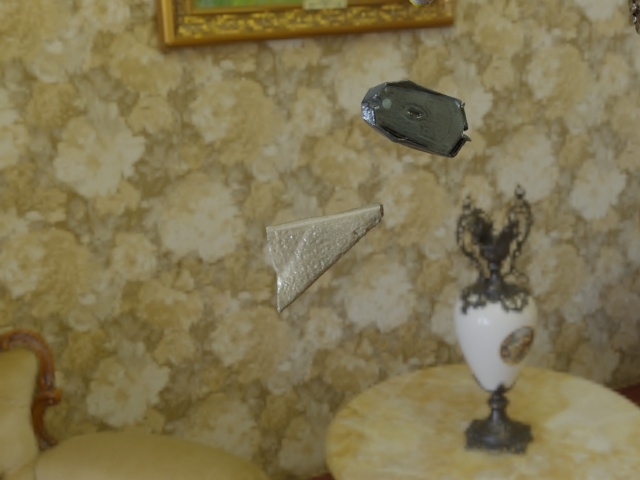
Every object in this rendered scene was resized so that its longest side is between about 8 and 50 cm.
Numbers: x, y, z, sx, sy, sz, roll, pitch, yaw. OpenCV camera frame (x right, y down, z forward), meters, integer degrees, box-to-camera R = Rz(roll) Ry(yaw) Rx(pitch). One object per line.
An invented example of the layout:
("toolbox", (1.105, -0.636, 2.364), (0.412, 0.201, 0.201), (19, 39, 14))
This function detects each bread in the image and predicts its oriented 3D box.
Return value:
("bread", (0.012, 0.018, 1.135), (0.152, 0.105, 0.077), (-12, 7, 4))

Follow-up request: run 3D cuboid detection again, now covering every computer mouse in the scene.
("computer mouse", (0.183, -0.231, 1.794), (0.231, 0.126, 0.071), (14, -10, -16))

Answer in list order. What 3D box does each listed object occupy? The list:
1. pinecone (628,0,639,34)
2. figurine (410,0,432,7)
("pinecone", (0.539, -0.332, 1.308), (0.204, 0.179, 0.184), (33, 25, 1))
("figurine", (0.170, -0.403, 1.273), (0.178, 0.109, 0.129), (-45, 19, -21))
